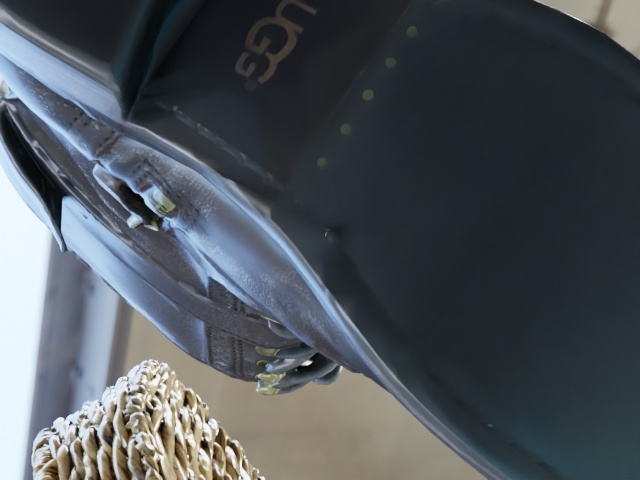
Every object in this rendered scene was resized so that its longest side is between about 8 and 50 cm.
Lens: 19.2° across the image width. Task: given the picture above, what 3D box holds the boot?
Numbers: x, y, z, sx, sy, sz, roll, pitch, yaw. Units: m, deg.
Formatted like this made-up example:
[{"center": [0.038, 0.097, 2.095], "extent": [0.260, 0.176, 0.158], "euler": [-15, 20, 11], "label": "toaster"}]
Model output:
[{"center": [0.000, 0.000, 0.512], "extent": [0.263, 0.229, 0.091], "euler": [40, -106, 10], "label": "boot"}]

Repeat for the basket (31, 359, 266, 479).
[{"center": [-0.149, 0.246, 1.323], "extent": [0.223, 0.213, 0.299], "euler": [-36, -156, 7], "label": "basket"}]
